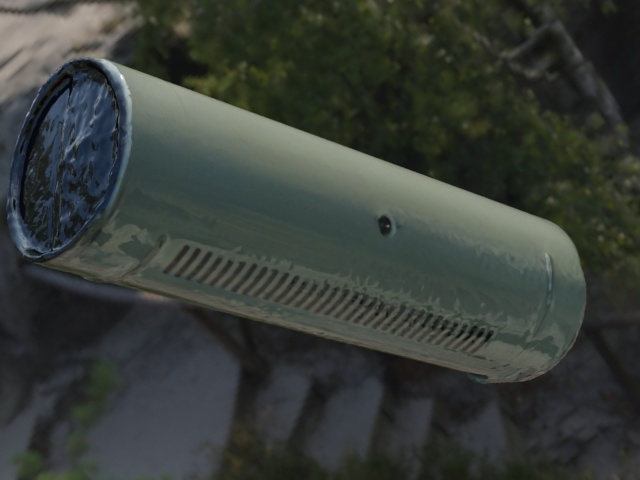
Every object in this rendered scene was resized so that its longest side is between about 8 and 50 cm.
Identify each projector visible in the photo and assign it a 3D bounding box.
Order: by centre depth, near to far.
[{"bbox_3d":[0.000,0.000,0.800,0.108,0.337,0.108,-21,62,44],"label":"projector"}]
